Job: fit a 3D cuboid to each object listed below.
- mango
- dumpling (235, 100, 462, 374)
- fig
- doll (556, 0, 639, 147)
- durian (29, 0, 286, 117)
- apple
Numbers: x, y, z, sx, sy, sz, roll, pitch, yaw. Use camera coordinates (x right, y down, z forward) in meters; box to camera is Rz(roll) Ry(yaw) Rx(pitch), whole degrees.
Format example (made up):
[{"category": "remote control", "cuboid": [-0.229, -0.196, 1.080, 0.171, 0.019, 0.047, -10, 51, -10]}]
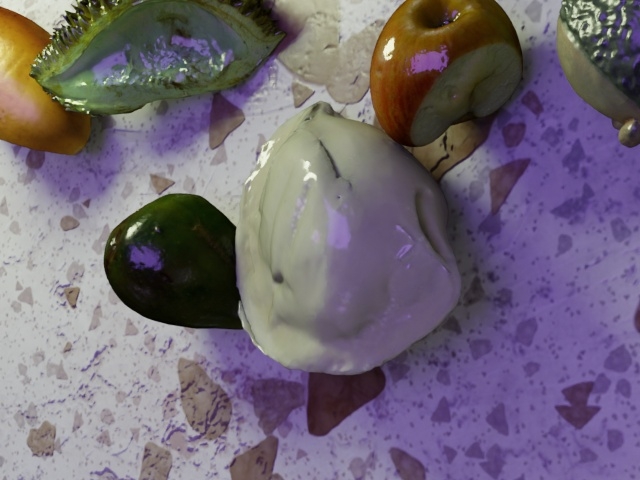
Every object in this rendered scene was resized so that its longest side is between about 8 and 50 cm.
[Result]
[{"category": "mango", "cuboid": [-0.490, -0.243, 2.012, 0.350, 0.201, 0.199, 33, 130, 25]}, {"category": "dumpling", "cuboid": [0.000, 0.000, 1.606, 0.315, 0.233, 0.395, -44, 53, 15]}, {"category": "fig", "cuboid": [-0.176, 0.049, 1.760, 0.245, 0.195, 0.195, 46, 113, 3]}, {"category": "doll", "cuboid": [0.419, -0.248, 1.342, 0.349, 0.247, 0.247, -42, 63, 16]}, {"category": "durian", "cuboid": [-0.247, -0.299, 1.867, 0.394, 0.163, 0.198, -17, 115, 15]}, {"category": "apple", "cuboid": [0.145, -0.207, 1.550, 0.195, 0.173, 0.160, -25, 41, -14]}]
